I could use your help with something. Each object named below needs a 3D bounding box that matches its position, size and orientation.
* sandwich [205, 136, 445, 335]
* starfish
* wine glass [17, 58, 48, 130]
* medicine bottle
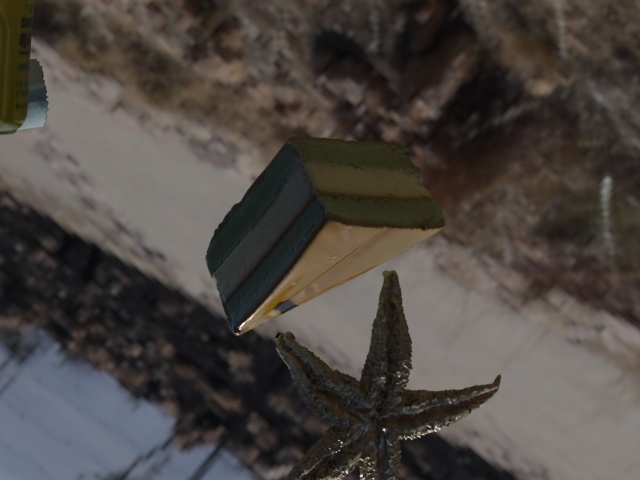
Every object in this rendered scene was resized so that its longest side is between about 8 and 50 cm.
[{"bbox_3d":[0.000,0.000,1.632,0.144,0.187,0.117,8,-135,-38],"label":"sandwich"},{"bbox_3d":[0.058,0.152,1.692,0.048,0.295,0.231,19,126,61],"label":"starfish"},{"bbox_3d":[-0.401,-0.150,1.841,0.093,0.202,0.093,30,124,58],"label":"wine glass"},{"bbox_3d":[-0.290,-0.228,1.530,0.064,0.261,0.095,4,-170,-6],"label":"medicine bottle"}]
